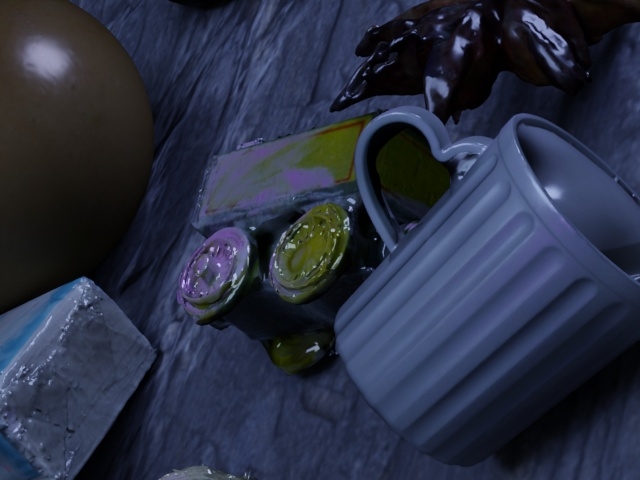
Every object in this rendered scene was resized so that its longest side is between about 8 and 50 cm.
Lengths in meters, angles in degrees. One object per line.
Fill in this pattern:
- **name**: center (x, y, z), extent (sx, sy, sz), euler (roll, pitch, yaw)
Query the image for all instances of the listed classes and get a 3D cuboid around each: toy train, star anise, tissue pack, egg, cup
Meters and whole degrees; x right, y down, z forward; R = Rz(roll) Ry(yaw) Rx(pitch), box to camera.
- **toy train**: center (0.000, 0.000, 1.464), extent (0.261, 0.134, 0.177), euler (-11, 56, 45)
- **star anise**: center (0.123, -0.175, 1.386), extent (0.272, 0.102, 0.272), euler (-15, 29, 9)
- **tissue pack**: center (-0.301, 0.156, 1.673), extent (0.271, 0.124, 0.201), euler (-24, 19, 39)
- **egg**: center (-0.326, -0.077, 1.761), extent (0.374, 0.301, 0.301), euler (-32, 43, 34)
- **cup**: center (0.114, 0.020, 1.280), extent (0.202, 0.167, 0.221), euler (-45, 57, 23)

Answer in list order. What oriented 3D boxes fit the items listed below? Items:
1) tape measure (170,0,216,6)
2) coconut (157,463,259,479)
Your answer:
- **tape measure**: center (-0.124, -0.339, 1.856), extent (0.223, 0.135, 0.202), euler (-8, 67, 53)
- **coconut**: center (-0.107, 0.269, 1.362), extent (0.194, 0.194, 0.194), euler (-29, 45, 34)
